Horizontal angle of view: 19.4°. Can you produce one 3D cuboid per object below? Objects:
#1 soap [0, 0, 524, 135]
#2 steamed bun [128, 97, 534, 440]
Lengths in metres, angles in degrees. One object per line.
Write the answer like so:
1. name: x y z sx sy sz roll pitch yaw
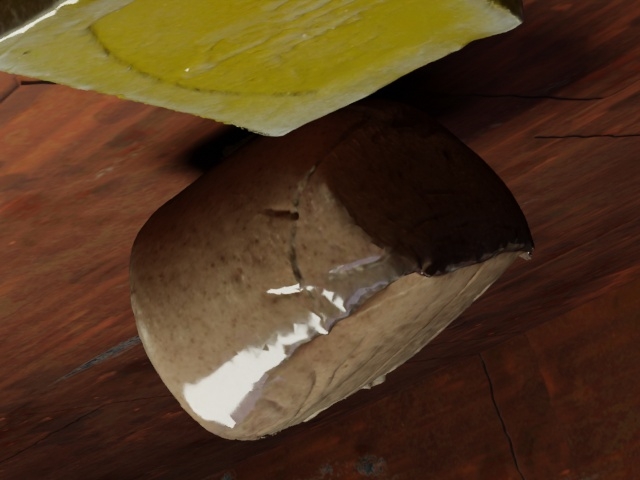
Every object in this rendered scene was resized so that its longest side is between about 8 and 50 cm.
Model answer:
1. soap: -0.035 -0.140 0.957 0.199 0.091 0.315 -22 166 23
2. steamed bun: 0.000 0.000 1.378 0.251 0.199 0.301 -42 167 21
